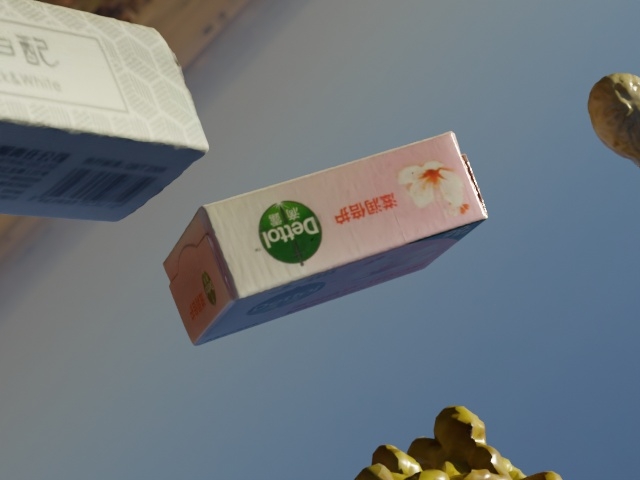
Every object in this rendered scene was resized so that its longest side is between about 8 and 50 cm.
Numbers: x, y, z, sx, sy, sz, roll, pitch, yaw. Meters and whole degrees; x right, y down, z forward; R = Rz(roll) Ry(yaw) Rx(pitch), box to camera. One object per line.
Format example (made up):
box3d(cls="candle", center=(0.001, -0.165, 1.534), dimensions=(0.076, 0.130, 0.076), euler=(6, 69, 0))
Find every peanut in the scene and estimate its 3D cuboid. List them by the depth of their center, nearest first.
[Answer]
box3d(cls="peanut", center=(0.157, -0.050, 0.874), dimensions=(0.037, 0.083, 0.037), euler=(-36, -142, 35))

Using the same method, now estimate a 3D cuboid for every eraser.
box3d(cls="eraser", center=(-0.228, -0.079, 0.977), dimensions=(0.098, 0.096, 0.404), euler=(-34, 158, 28))

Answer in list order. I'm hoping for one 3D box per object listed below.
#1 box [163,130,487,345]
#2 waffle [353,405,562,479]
box3d(cls="box", center=(0.000, 0.000, 0.820), dimensions=(0.125, 0.043, 0.089), euler=(-18, 170, -19))
box3d(cls="waffle", center=(0.121, 0.206, 0.855), dimensions=(0.069, 0.293, 0.260), euler=(-42, 180, 29))
